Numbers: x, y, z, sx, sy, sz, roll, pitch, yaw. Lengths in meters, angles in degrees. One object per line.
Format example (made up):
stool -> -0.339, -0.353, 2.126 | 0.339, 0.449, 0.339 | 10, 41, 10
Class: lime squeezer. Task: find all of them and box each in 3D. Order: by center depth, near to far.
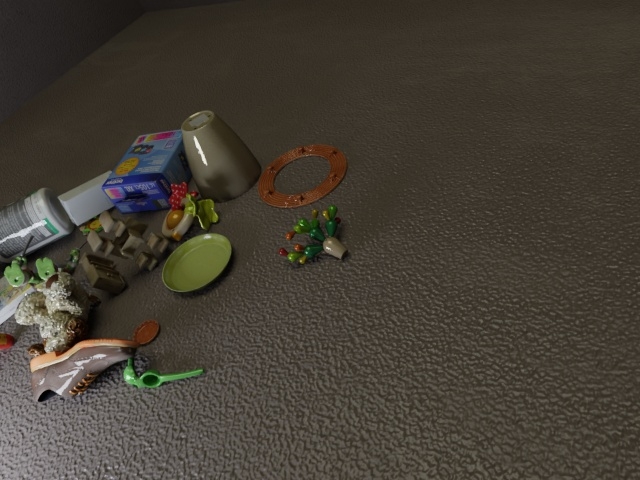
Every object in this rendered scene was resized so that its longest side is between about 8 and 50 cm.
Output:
lime squeezer -> -0.459, 0.357, 1.337 | 0.310, 0.059, 0.110 | 7, 21, 31

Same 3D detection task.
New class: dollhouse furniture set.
dollhouse furniture set -> -0.673, 0.026, 1.632 | 0.161, 0.212, 0.242 | 39, 98, 42

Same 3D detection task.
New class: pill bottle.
pill bottle -> -1.182, -0.040, 1.918 | 0.361, 0.204, 0.204 | -28, 43, -5

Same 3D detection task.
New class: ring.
ring -> -0.070, -0.242, 1.756 | 0.336, 0.032, 0.337 | -13, 45, 13

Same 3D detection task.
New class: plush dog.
plush dog -> -0.788, 0.252, 1.510 | 0.262, 0.210, 0.226 | -29, 56, 26

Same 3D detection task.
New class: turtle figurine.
turtle figurine -> -0.915, 0.065, 1.623 | 0.266, 0.197, 0.275 | 168, 122, -77

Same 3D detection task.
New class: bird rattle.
bird rattle -> -0.496, -0.102, 1.743 | 0.253, 0.143, 0.207 | 23, 76, 42

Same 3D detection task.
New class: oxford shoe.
oxford shoe -> -0.648, 0.359, 1.363 | 0.363, 0.130, 0.133 | -20, 65, 21

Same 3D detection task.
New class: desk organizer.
desk organizer -> -0.967, 0.108, 1.790 | 0.130, 0.050, 0.047 | 2, 81, 5

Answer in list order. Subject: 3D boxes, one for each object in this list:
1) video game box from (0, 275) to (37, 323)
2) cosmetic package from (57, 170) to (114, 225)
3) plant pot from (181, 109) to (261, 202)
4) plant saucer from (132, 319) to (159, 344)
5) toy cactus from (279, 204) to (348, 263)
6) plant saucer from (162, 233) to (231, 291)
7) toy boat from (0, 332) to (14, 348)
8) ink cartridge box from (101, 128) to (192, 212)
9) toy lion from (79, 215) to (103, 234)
video game box -> -1.142, 0.210, 1.771 | 0.187, 0.048, 0.205 | 26, 62, 42
cosmetic package -> -0.904, -0.171, 1.961 | 0.085, 0.117, 0.231 | 24, 48, 40
plant pot -> -0.387, -0.326, 1.800 | 0.256, 0.274, 0.257 | -13, 43, 12
plant saucer -> -0.515, 0.273, 1.458 | 0.083, 0.013, 0.084 | -13, 44, 13
toy cactus -> 0.000, 0.000, 1.457 | 0.180, 0.112, 0.219 | 36, 65, 23
plant saucer -> -0.390, 0.077, 1.579 | 0.240, 0.037, 0.241 | -13, 44, 13
toy boat -> -1.159, 0.290, 1.588 | 0.318, 0.148, 0.268 | 12, 83, 19
ink cartridge box -> -0.670, -0.258, 1.952 | 0.269, 0.151, 0.396 | -4, 48, 20
toy lion -> -0.898, -0.065, 1.948 | 0.096, 0.034, 0.100 | -18, 43, -3
